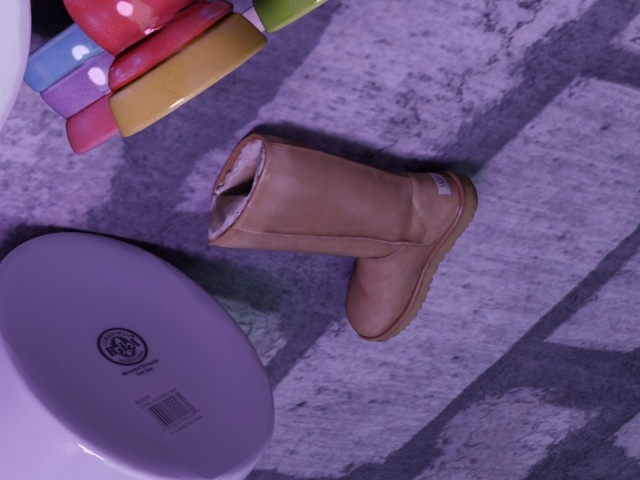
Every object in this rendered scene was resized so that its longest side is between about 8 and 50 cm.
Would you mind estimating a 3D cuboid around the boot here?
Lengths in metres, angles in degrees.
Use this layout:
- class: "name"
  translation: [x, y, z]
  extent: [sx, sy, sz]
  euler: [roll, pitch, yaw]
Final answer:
- class: "boot"
  translation: [0.000, 0.000, 1.582]
  extent: [0.269, 0.089, 0.236]
  euler: [6, 125, -36]

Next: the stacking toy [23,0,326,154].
- class: "stacking toy"
  translation: [-0.098, -0.196, 1.175]
  extent: [0.279, 0.130, 0.309]
  euler: [-38, -169, -20]

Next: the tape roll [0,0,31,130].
- class: "tape roll"
  translation: [-0.395, -0.160, 1.059]
  extent: [0.392, 0.072, 0.392]
  euler: [-9, 128, -12]

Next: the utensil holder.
- class: "utensil holder"
  translation: [-0.273, 0.226, 1.517]
  extent: [0.327, 0.328, 0.385]
  euler: [11, 130, -39]
